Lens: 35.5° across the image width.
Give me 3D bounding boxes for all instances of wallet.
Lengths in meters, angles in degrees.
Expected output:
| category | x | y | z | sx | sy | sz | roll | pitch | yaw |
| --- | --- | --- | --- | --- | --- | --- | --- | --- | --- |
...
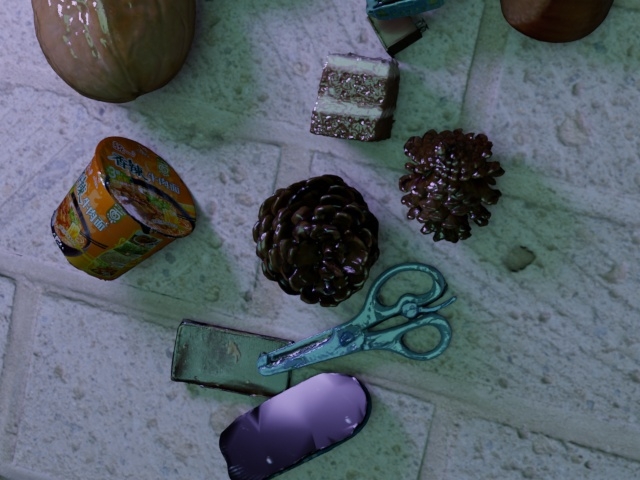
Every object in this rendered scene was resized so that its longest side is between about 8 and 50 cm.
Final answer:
| category | x | y | z | sx | sy | sz | roll | pitch | yaw |
| --- | --- | --- | --- | --- | --- | --- | --- | --- | --- |
| wallet | -0.167 | 0.226 | 1.888 | 0.232 | 0.031 | 0.122 | 10 | 94 | 11 |

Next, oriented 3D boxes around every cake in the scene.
| category | x | y | z | sx | sy | sz | roll | pitch | yaw |
| --- | --- | --- | --- | --- | --- | --- | --- | --- | --- |
| cake | 0.062 | -0.249 | 1.725 | 0.134 | 0.135 | 0.147 | 8 | 102 | 13 |

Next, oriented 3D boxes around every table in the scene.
| category | x | y | z | sx | sy | sz | roll | pitch | yaw |
| --- | --- | --- | --- | --- | --- | --- | --- | --- | --- |
| table | 0.136 | -0.371 | 1.723 | 0.082 | 0.083 | 0.070 | -31 | 85 | 11 |

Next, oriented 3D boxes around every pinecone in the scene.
| category | x | y | z | sx | sy | sz | roll | pitch | yaw |
| --- | --- | --- | --- | --- | --- | --- | --- | --- | --- |
| pinecone | 0.220 | -0.093 | 1.691 | 0.179 | 0.150 | 0.195 | 3 | 97 | 14 |
| pinecone | 0.000 | 0.000 | 1.718 | 0.224 | 0.272 | 0.224 | -3 | 100 | -18 |

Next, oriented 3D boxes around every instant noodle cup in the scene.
| category | x | y | z | sx | sy | sz | roll | pitch | yaw |
| --- | --- | --- | --- | --- | --- | --- | --- | --- | --- |
| instant noodle cup | -0.371 | -0.048 | 1.826 | 0.182 | 0.230 | 0.230 | -39 | 85 | 24 |

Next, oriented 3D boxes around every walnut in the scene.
| category | x | y | z | sx | sy | sz | roll | pitch | yaw |
| --- | --- | --- | --- | --- | --- | --- | --- | --- | --- |
| walnut | -0.364 | -0.403 | 1.765 | 0.277 | 0.252 | 0.313 | -23 | 86 | 28 |

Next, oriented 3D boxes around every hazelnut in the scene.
| category | x | y | z | sx | sy | sz | roll | pitch | yaw |
| --- | --- | --- | --- | --- | --- | --- | --- | --- | --- |
| hazelnut | 0.381 | -0.429 | 1.601 | 0.210 | 0.186 | 0.210 | -5 | 80 | 25 |

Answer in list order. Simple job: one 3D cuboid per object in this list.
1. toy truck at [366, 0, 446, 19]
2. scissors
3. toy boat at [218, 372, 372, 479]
| category | x | y | z | sx | sy | sz | roll | pitch | yaw |
| --- | --- | --- | --- | --- | --- | --- | --- | --- | --- |
| toy truck | 0.133 | -0.498 | 1.640 | 0.155 | 0.156 | 0.279 | -10 | 68 | 15 |
| scissors | 0.060 | 0.167 | 1.807 | 0.392 | 0.032 | 0.180 | -20 | 88 | 12 |
| toy boat | -0.035 | 0.352 | 1.841 | 0.298 | 0.092 | 0.134 | -27 | 58 | 9 |
